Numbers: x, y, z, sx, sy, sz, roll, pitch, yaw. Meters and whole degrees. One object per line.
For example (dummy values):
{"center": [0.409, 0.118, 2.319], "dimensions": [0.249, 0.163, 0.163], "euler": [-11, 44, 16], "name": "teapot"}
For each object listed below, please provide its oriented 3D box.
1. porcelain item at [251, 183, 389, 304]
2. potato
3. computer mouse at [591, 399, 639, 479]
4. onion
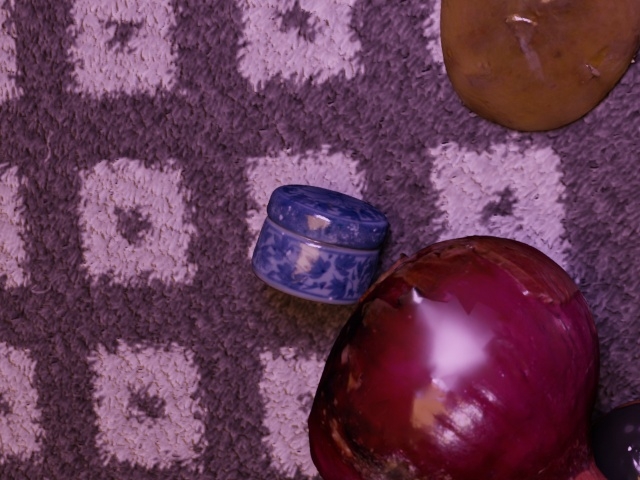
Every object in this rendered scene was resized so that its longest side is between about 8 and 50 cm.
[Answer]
{"center": [0.000, 0.000, 1.620], "dimensions": [0.147, 0.147, 0.114], "euler": [21, 105, 19], "name": "porcelain item"}
{"center": [0.241, -0.262, 1.507], "dimensions": [0.239, 0.116, 0.299], "euler": [22, 107, 14], "name": "potato"}
{"center": [0.347, 0.338, 1.544], "dimensions": [0.183, 0.116, 0.323], "euler": [17, 104, 25], "name": "computer mouse"}
{"center": [0.182, 0.190, 1.470], "dimensions": [0.385, 0.348, 0.348], "euler": [43, 111, 14], "name": "onion"}
